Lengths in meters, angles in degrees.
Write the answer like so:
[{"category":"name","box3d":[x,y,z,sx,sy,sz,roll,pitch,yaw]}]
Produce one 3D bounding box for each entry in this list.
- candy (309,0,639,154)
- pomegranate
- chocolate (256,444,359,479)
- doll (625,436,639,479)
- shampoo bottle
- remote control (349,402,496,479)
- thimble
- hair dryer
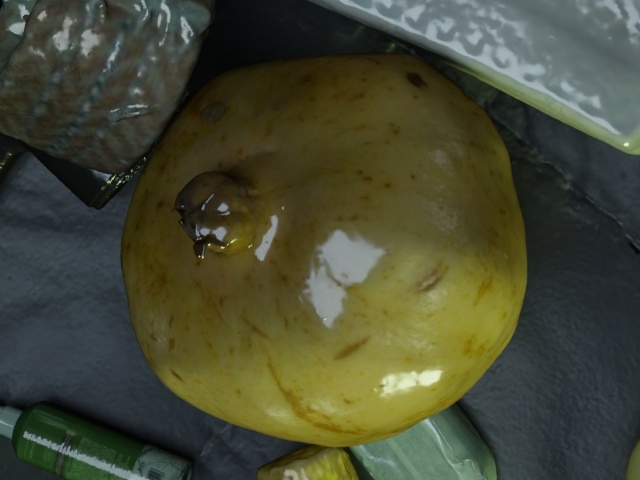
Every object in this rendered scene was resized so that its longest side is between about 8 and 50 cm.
[{"category":"candy","box3d":[0.139,-0.231,1.549,0.358,0.145,0.208,25,93,6]},{"category":"pomegranate","box3d":[0.000,0.000,1.510,0.342,0.342,0.342,3,102,12]},{"category":"chocolate","box3d":[0.054,0.394,1.717,0.162,0.162,0.445,-15,93,15]},{"category":"doll","box3d":[0.304,0.251,1.637,0.141,0.117,0.296,31,106,8]},{"category":"shampoo bottle","box3d":[-0.222,0.196,1.775,0.204,0.065,0.065,21,105,8]},{"category":"remote control","box3d":[0.060,0.152,1.708,0.104,0.052,0.247,-37,93,21]},{"category":"thimble","box3d":[-0.187,-0.161,1.553,0.148,0.229,0.196,21,94,-17]},{"category":"hair dryer","box3d":[-0.290,-0.070,1.737,0.197,0.089,0.251,43,116,-1]}]
